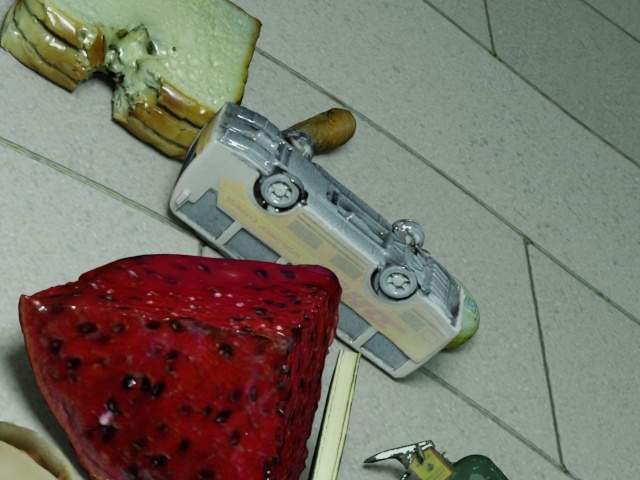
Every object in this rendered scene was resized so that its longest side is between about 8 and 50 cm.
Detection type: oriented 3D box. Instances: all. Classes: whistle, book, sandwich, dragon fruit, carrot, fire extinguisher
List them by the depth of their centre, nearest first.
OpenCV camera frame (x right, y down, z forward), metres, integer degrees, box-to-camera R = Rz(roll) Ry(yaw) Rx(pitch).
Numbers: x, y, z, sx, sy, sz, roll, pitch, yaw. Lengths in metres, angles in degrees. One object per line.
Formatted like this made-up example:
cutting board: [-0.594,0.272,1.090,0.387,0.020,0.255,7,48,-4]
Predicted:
dragon fruit: [-0.059,0.109,1.630,0.330,0.240,0.302,-36,104,-52]
book: [-0.003,0.226,1.639,0.024,0.160,0.228,14,35,0]
fire extinguisher: [0.179,0.311,1.811,0.311,0.114,0.095,51,-7,8]
sandwich: [-0.201,-0.224,1.987,0.273,0.095,0.249,34,33,-17]
whistle: [0.099,0.044,2.059,0.198,0.057,0.104,39,31,-12]
carrot: [-0.034,-0.110,2.102,0.049,0.049,0.254,51,36,10]

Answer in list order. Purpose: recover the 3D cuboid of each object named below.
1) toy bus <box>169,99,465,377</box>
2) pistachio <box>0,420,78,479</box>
toy bus: [0.000,0.000,1.917,0.342,0.138,0.097,36,33,-16]
pistachio: [-0.247,0.227,1.300,0.166,0.197,0.288,16,19,-47]
